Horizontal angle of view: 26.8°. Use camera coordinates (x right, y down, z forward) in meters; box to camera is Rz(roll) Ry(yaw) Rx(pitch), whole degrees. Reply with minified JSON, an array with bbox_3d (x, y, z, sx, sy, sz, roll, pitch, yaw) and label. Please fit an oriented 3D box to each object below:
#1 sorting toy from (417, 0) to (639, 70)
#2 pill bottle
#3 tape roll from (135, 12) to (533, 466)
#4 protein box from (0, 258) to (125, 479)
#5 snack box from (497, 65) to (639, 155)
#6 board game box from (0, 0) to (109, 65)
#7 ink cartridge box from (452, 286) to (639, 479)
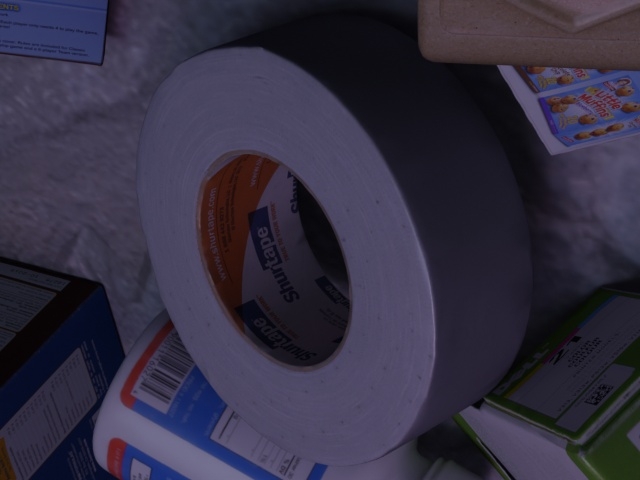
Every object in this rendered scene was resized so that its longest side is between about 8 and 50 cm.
[{"bbox_3d":[0.090,-0.132,0.460,0.307,0.041,0.229,3,144,8],"label":"sorting toy"},{"bbox_3d":[-0.017,0.136,0.825,0.221,0.124,0.124,28,137,14],"label":"pill bottle"},{"bbox_3d":[0.000,0.000,0.677,0.219,0.072,0.219,24,125,40],"label":"tape roll"},{"bbox_3d":[-0.239,0.153,0.940,0.136,0.201,0.200,12,132,28],"label":"protein box"},{"bbox_3d":[0.094,-0.102,0.557,0.064,0.022,0.178,-13,139,26],"label":"snack box"},{"bbox_3d":[-0.247,-0.168,0.687,0.281,0.027,0.145,6,136,-10],"label":"board game box"},{"bbox_3d":[0.171,0.121,0.712,0.189,0.097,0.255,49,172,-11],"label":"ink cartridge box"}]
